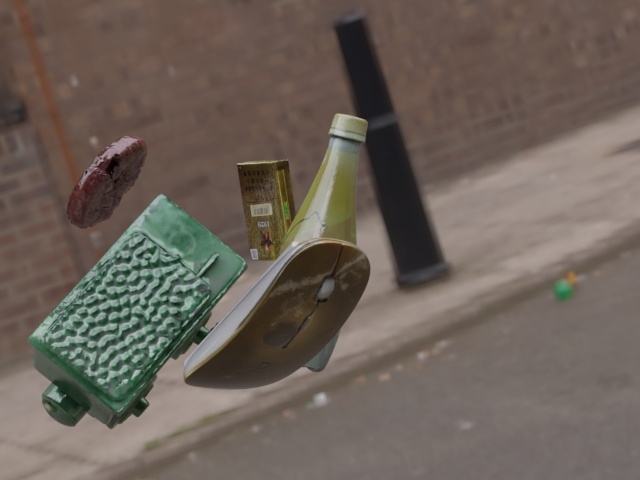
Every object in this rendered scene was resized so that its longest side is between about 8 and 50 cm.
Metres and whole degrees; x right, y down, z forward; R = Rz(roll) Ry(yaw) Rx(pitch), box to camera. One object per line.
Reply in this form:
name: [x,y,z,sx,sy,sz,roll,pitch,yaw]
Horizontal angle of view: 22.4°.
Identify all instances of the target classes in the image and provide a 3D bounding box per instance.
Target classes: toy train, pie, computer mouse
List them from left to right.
pie: [-0.292,-0.081,2.219,0.154,0.036,0.154,-52,-11,-15]
toy train: [-0.216,0.097,1.856,0.266,0.145,0.202,-50,-3,-22]
computer mouse: [-0.037,0.072,1.371,0.102,0.044,0.199,12,-47,-43]

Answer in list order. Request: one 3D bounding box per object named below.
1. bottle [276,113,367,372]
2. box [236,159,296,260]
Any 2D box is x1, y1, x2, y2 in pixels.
bottle: [0.000,0.000,1.685,0.083,0.269,0.083,12,-1,0]
box: [-0.068,-0.039,2.116,0.023,0.133,0.090,-12,6,-36]
